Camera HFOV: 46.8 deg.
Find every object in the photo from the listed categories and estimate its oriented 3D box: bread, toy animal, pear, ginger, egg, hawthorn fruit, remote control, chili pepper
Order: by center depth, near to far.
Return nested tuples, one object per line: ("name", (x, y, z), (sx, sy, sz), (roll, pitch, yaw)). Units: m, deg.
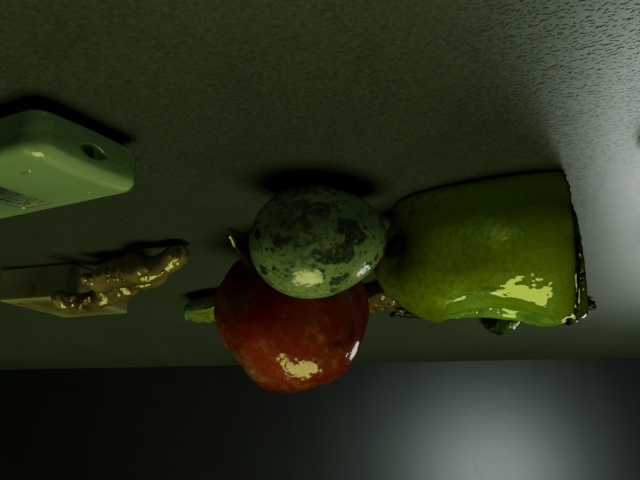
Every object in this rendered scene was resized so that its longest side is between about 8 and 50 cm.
("remote control", (-0.332, -0.063, 0.735), (0.296, 0.056, 0.140), (-8, 163, 28))
("egg", (0.000, 0.000, 0.864), (0.172, 0.132, 0.132), (-7, 170, -29))
("pear", (0.200, 0.030, 0.956), (0.292, 0.160, 0.292), (1, 167, 0))
("hawthorn fruit", (-0.062, 0.090, 1.108), (0.241, 0.242, 0.272), (-11, 132, 34))
("ginger", (-0.296, 0.055, 1.183), (0.258, 0.065, 0.149), (-24, 173, 26))
("toy animal", (0.145, 0.107, 1.457), (0.149, 0.054, 0.275), (-3, 165, -2))
("bread", (-0.144, 0.145, 1.590), (0.301, 0.045, 0.301), (-2, 168, 0))
("chili pepper", (0.415, 0.155, 1.615), (0.084, 0.076, 0.359), (19, 161, -7))

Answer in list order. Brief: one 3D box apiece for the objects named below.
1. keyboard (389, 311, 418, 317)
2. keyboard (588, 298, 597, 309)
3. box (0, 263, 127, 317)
("keyboard", (0.253, 0.187, 1.856), (0.155, 0.010, 0.053), (2, 164, -11))
("keyboard", (0.541, 0.129, 1.640), (0.072, 0.023, 0.231), (-4, 166, 39))
("box", (-0.453, 0.094, 1.328), (0.140, 0.058, 0.201), (-5, 166, 14))
